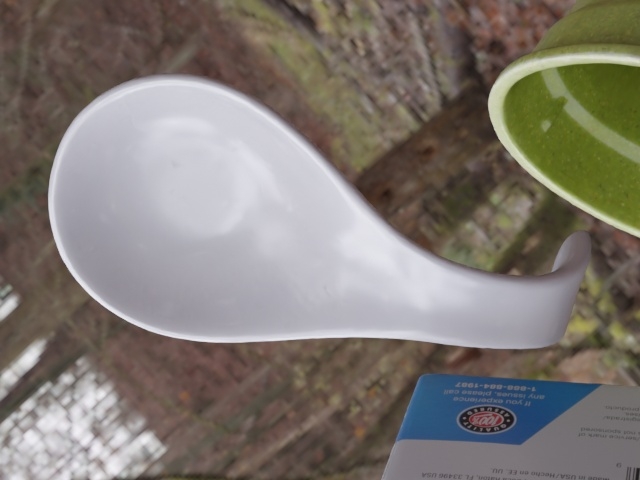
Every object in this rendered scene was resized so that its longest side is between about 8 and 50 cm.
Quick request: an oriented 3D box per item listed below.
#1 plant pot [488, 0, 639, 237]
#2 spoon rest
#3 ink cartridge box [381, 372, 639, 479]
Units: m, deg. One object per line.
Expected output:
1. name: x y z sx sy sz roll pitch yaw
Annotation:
1. plant pot: 0.290 -0.153 0.887 0.276 0.254 0.276 24 165 7
2. spoon rest: 0.000 0.000 0.642 0.276 0.137 0.084 12 -160 -2
3. ink cartridge box: 0.133 0.215 0.693 0.307 0.223 0.129 -61 -31 -55
